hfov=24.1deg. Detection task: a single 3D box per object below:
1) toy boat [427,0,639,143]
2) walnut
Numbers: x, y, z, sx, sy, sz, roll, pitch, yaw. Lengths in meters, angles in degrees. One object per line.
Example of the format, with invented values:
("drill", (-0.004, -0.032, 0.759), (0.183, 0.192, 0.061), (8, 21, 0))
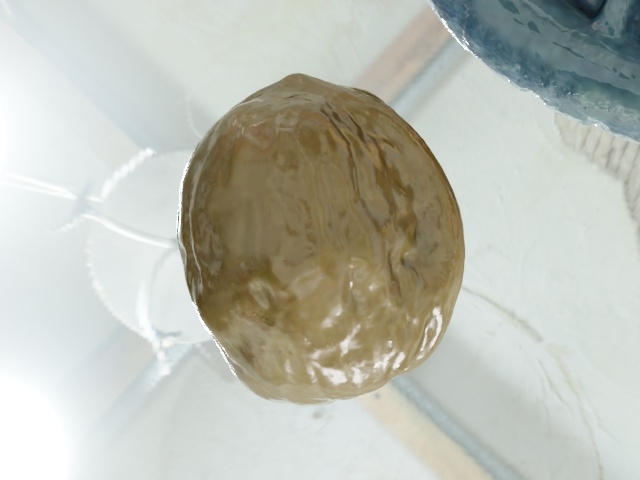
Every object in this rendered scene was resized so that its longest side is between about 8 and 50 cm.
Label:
("toy boat", (0.192, -0.168, 0.901), (0.330, 0.123, 0.215), (29, -69, 27))
("walnut", (0.000, 0.000, 0.743), (0.149, 0.166, 0.167), (-1, -94, 26))
